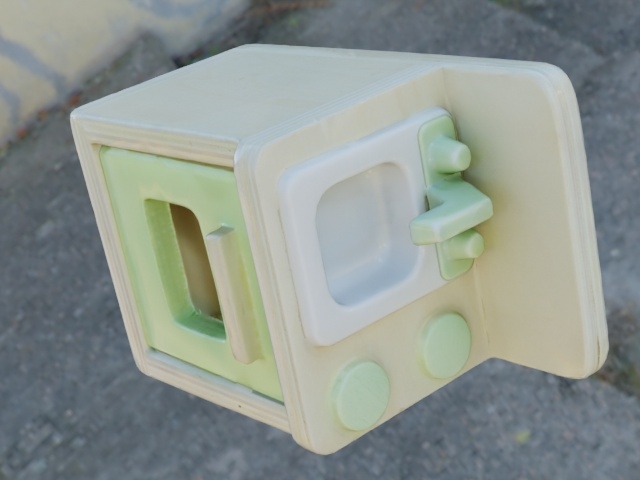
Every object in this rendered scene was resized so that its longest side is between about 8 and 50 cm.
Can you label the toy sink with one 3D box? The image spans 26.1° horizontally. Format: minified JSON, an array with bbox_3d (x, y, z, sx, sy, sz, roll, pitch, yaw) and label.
[{"bbox_3d":[0.000,0.000,0.665,0.131,0.153,0.234,-27,26,-34],"label":"toy sink"}]
